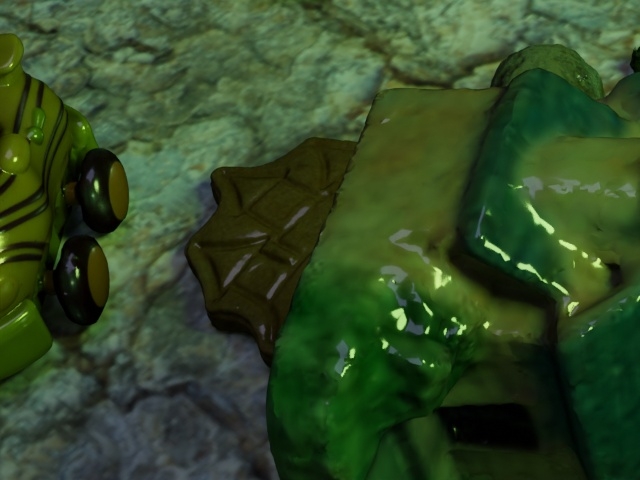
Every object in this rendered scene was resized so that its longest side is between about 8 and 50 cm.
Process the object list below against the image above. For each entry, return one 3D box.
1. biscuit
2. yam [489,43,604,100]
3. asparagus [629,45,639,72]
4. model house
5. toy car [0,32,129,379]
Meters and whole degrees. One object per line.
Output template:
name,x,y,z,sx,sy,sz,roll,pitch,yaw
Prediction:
biscuit,-0.001,-0.002,1.235,0.215,0.034,0.182,30,62,37
yam,0.146,-0.044,1.200,0.078,0.078,0.179,-9,46,10
asparagus,0.230,-0.071,1.230,0.036,0.030,0.165,-5,45,0
model house,0.163,0.088,0.905,0.280,0.312,0.245,3,46,23
toy car,-0.243,-0.026,1.260,0.200,0.142,0.248,-8,44,12
